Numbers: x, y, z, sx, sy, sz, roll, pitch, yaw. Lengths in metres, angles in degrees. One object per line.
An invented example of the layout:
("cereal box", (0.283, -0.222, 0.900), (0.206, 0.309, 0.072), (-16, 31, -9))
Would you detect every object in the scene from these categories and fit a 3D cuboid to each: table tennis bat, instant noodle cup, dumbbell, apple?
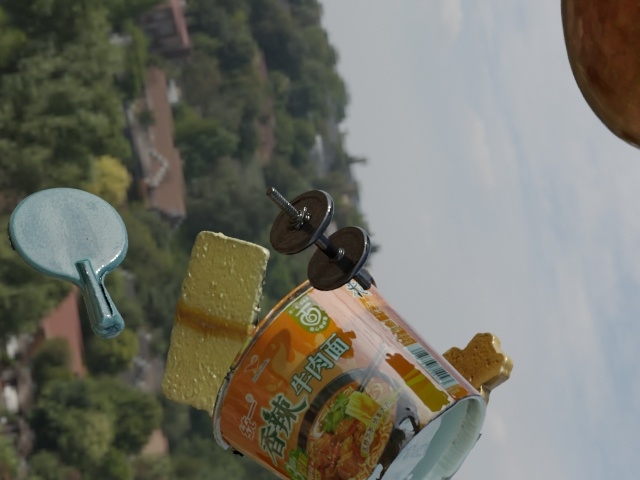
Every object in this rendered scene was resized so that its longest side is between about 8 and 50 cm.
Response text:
("table tennis bat", (-0.249, 0.019, 1.404), (0.201, 0.124, 0.033), (60, -33, 33))
("instant noodle cup", (0.038, 0.166, 1.315), (0.182, 0.230, 0.230), (37, -22, 27))
("dumbbell", (0.000, 0.000, 1.201), (0.147, 0.069, 0.069), (44, 23, -33))
("apple", (0.431, -0.261, 1.533), (0.339, 0.339, 0.340), (-10, 90, -89))

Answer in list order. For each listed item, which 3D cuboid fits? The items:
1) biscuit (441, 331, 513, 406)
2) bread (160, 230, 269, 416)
("biscuit", (0.222, 0.251, 2.259), (0.036, 0.225, 0.166), (41, 12, -31))
("bread", (-0.151, 0.127, 2.047), (0.178, 0.141, 0.266), (94, 11, -86))
